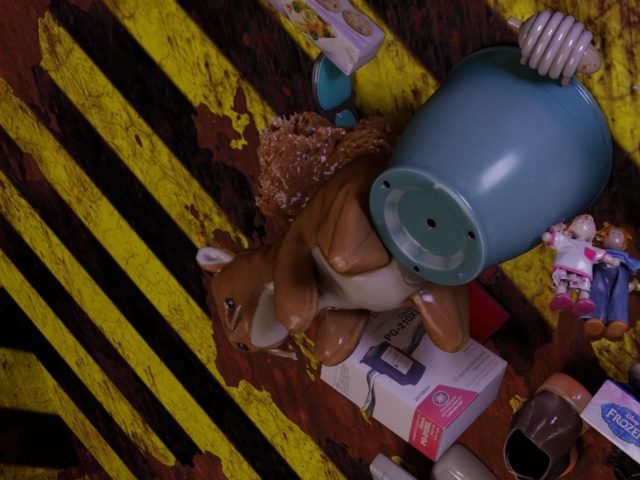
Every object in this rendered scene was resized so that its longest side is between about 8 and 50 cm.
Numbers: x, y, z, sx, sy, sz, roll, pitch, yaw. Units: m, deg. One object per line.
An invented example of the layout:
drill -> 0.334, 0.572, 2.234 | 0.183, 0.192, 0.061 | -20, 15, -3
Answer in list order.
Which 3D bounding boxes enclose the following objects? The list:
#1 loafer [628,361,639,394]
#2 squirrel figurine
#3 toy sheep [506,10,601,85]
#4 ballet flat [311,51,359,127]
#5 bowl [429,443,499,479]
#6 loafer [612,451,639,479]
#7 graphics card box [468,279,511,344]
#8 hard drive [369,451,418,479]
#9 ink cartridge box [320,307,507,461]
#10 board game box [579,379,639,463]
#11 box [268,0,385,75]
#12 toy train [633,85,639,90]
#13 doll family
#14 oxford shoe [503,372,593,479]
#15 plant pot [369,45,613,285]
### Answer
loafer -> 0.508, 0.210, 1.504 | 0.268, 0.092, 0.102 | 34, -176, -36
squirrel figurine -> 0.000, 0.000, 1.718 | 0.370, 0.397, 0.281 | -22, 143, 38
toy sheep -> 0.294, -0.247, 1.426 | 0.132, 0.091, 0.091 | 25, 141, 8
ballet flat -> 0.019, -0.219, 1.799 | 0.074, 0.074, 0.203 | 17, 138, 42
bowl -> 0.270, 0.464, 2.135 | 0.142, 0.053, 0.142 | 46, 145, 12
loafer -> 0.485, 0.377, 1.705 | 0.080, 0.078, 0.220 | 42, 176, 0
graphics card box -> 0.150, 0.153, 1.958 | 0.233, 0.094, 0.371 | 46, 147, 10
hard drive -> 0.254, 0.564, 2.190 | 0.353, 0.047, 0.233 | 35, 163, 24
ink cartridge box -> 0.143, 0.203, 1.772 | 0.237, 0.172, 0.100 | 34, 143, 24
board game box -> 0.511, 0.312, 1.521 | 0.318, 0.066, 0.318 | 39, -174, 19
box -> -0.041, -0.386, 1.718 | 0.324, 0.067, 0.063 | 46, 145, 12
toy train -> 0.493, -0.120, 1.301 | 0.248, 0.105, 0.143 | 12, 142, 45
doll family -> 0.406, 0.054, 1.469 | 0.262, 0.163, 0.118 | 14, 148, 5
oxford shoe -> 0.340, 0.336, 1.831 | 0.130, 0.132, 0.364 | 40, 157, 22
plant pot -> 0.207, -0.083, 1.513 | 0.271, 0.255, 0.272 | 29, 141, 27
